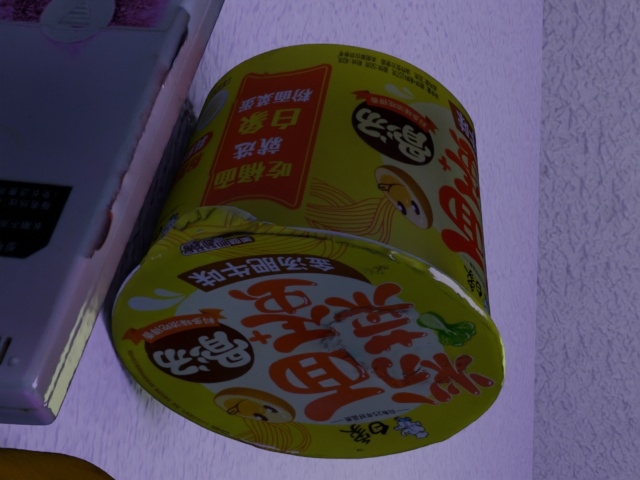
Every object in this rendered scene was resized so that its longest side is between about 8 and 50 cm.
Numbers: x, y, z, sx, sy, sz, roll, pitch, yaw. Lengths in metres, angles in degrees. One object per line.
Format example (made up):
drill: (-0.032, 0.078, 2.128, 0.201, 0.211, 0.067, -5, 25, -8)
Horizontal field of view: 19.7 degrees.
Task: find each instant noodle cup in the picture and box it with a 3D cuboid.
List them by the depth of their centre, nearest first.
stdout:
instant noodle cup: (0.000, 0.000, 1.452, 0.311, 0.311, 0.221, 77, 16, -51)

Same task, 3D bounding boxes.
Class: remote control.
remote control: (-0.164, -0.053, 1.075, 0.050, 0.145, 0.344, 70, 33, -51)

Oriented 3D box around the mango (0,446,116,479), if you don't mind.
mango: (-0.182, 0.225, 1.200, 0.176, 0.119, 0.317, -66, 154, -23)
